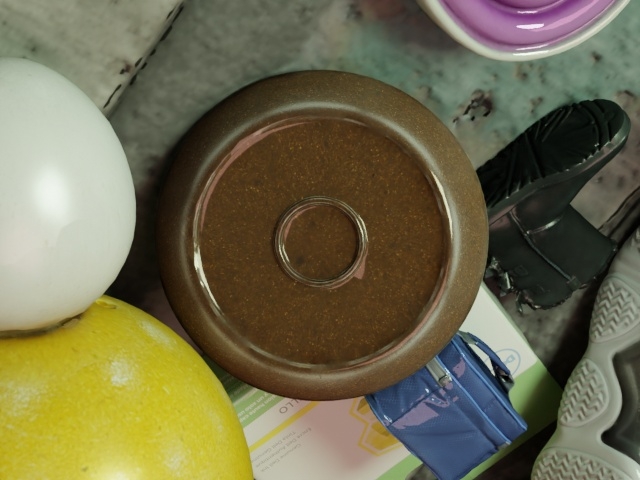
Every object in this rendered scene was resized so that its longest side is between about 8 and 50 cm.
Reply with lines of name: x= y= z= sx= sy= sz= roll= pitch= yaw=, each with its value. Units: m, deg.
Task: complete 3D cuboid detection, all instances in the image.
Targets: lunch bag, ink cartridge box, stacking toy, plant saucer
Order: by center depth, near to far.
stacking toy: x=-0.129 y=0.144 z=0.821 sx=0.350 sy=0.350 sz=0.480 roll=-7 pitch=112 yaw=-20
plant saucer: x=0.000 y=0.000 z=0.829 sx=0.168 sy=0.029 sz=0.168 roll=0 pitch=97 yaw=1
lunch bag: x=0.067 y=0.080 z=0.895 sx=0.065 sy=0.067 sz=0.098 roll=-38 pitch=131 yaw=7
ink cartridge box: x=0.050 y=0.104 z=0.990 sx=0.171 sy=0.056 sz=0.235 roll=-36 pitch=131 yaw=5

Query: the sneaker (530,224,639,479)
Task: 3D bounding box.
sneaker: x=0.237 y=0.083 z=1.036 sx=0.153 sy=0.101 sz=0.269 roll=3 pitch=117 yaw=-43

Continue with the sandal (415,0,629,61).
sandal: x=0.046 y=-0.218 z=0.688 sx=0.169 sy=0.102 sz=0.416 roll=-39 pitch=133 yaw=8

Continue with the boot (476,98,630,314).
boot: x=0.136 y=-0.016 z=0.937 sx=0.121 sy=0.045 sz=0.099 roll=-34 pitch=131 yaw=14
